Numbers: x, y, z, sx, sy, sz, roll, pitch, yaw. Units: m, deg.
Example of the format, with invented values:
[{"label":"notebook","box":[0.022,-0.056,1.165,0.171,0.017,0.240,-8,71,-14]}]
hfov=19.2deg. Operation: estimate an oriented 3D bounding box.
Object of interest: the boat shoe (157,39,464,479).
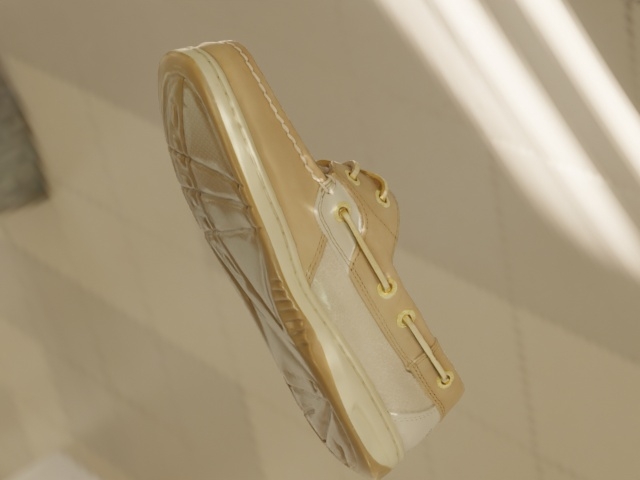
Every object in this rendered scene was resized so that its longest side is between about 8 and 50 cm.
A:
[{"label":"boat shoe","box":[0.000,0.000,0.648,0.063,0.059,0.170,24,142,59]}]
